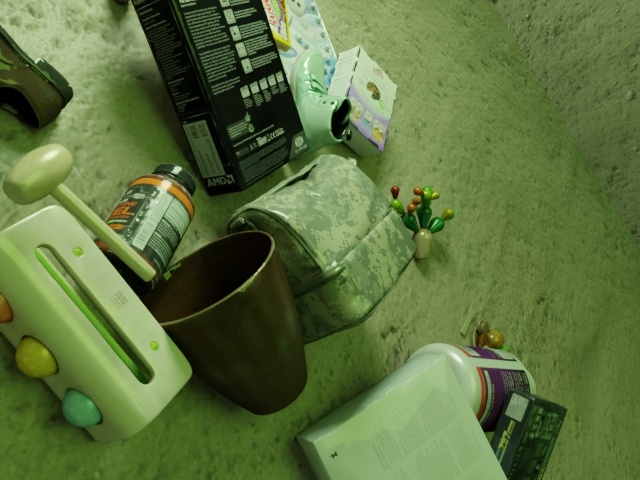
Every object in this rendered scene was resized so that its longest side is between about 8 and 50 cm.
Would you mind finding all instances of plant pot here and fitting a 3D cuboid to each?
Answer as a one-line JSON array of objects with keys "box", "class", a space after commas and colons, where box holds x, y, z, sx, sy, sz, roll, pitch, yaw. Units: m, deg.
[{"box": [-0.116, 0.140, 0.840, 0.230, 0.215, 0.215, 64, 37, -25], "class": "plant pot"}]

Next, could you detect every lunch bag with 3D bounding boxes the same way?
[{"box": [0.000, 0.000, 1.005, 0.256, 0.212, 0.305, 59, 39, -7], "class": "lunch bag"}]

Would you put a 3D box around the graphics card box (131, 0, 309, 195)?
[{"box": [-0.162, -0.291, 0.998, 0.233, 0.094, 0.371, -44, 120, -49], "class": "graphics card box"}]

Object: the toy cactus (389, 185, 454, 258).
[{"box": [0.243, -0.045, 1.399, 0.219, 0.112, 0.180, 9, 83, -47], "class": "toy cactus"}]

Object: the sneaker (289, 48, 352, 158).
[{"box": [0.012, -0.299, 1.185, 0.094, 0.151, 0.256, 26, 64, -47], "class": "sneaker"}]

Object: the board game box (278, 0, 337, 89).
[{"box": [-0.108, -0.536, 1.292, 0.390, 0.050, 0.390, -13, 80, -49], "class": "board game box"}]

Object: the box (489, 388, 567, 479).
[{"box": [0.410, 0.431, 1.159, 0.183, 0.059, 0.233, 25, 86, -43], "class": "box"}]

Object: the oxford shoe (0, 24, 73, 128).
[{"box": [-0.449, -0.236, 0.747, 0.227, 0.083, 0.096, 37, 51, -27], "class": "oxford shoe"}]

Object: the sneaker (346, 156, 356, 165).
[{"box": [0.056, -0.168, 1.292, 0.037, 0.032, 0.083, 42, 44, -25], "class": "sneaker"}]

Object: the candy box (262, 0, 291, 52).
[{"box": [-0.117, -0.507, 1.206, 0.105, 0.027, 0.206, 11, 63, -40], "class": "candy box"}]

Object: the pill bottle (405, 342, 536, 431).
[{"box": [0.332, 0.320, 1.221, 0.323, 0.181, 0.181, 15, 60, -42], "class": "pill bottle"}]

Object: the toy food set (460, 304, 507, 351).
[{"box": [0.438, 0.271, 1.470, 0.192, 0.038, 0.132, 55, 41, -11], "class": "toy food set"}]

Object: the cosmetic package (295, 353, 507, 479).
[{"box": [0.169, 0.429, 0.972, 0.284, 0.097, 0.377, -26, 90, -26], "class": "cosmetic package"}]

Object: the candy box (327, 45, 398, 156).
[{"box": [0.095, -0.325, 1.339, 0.165, 0.070, 0.196, 34, 62, -40], "class": "candy box"}]

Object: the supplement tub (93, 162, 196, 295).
[{"box": [-0.251, -0.024, 0.832, 0.106, 0.106, 0.198, 41, 44, -25], "class": "supplement tub"}]

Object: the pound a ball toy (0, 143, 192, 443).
[{"box": [-0.290, 0.079, 0.656, 0.319, 0.208, 0.136, 55, 41, -12], "class": "pound a ball toy"}]
